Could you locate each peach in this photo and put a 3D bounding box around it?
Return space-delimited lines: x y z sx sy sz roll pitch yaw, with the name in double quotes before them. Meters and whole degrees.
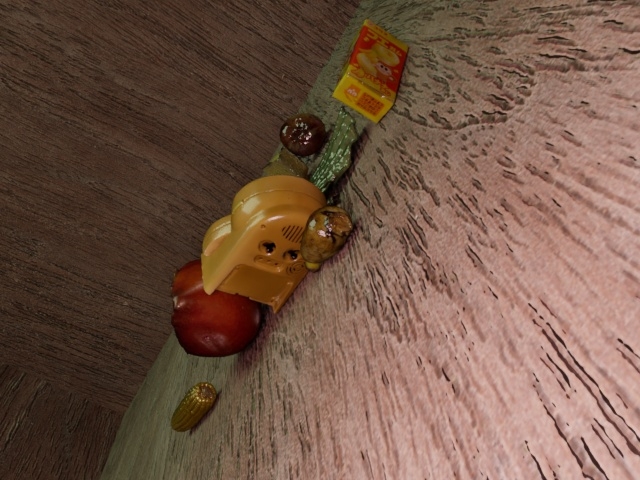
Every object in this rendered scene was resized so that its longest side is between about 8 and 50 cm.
"peach" -0.253 0.166 1.661 0.361 0.202 0.257 70 -162 -81

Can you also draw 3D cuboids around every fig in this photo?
"fig" -0.046 -0.387 2.305 0.161 0.143 0.230 -6 27 22

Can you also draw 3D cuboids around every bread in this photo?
"bread" -0.095 -0.229 2.146 0.127 0.147 0.152 -52 17 -14

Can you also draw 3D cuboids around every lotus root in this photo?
"lotus root" 0.000 0.000 1.379 0.108 0.094 0.190 -28 -15 -35

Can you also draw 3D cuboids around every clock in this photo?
"clock" -0.114 -0.004 1.527 0.317 0.244 0.200 -46 39 35

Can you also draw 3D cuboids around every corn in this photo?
"corn" -0.352 0.462 1.802 0.231 0.080 0.080 -52 15 43

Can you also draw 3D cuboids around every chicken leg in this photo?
"chicken leg" 0.032 -0.101 1.623 0.036 0.021 0.083 -43 17 11

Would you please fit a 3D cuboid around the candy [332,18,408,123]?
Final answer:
"candy" 0.133 -0.440 1.682 0.088 0.146 0.276 -49 19 46

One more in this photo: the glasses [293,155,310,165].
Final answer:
"glasses" -0.062 -0.275 2.366 0.104 0.062 0.139 -20 37 38

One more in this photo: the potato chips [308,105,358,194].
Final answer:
"potato chips" -0.022 -0.176 1.798 0.389 0.097 0.373 -55 8 0
